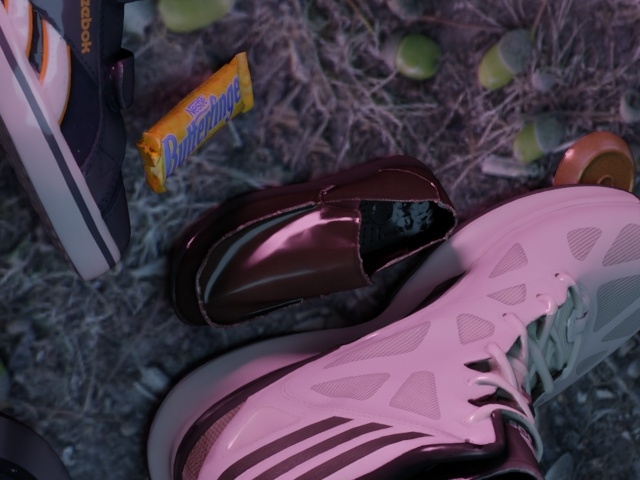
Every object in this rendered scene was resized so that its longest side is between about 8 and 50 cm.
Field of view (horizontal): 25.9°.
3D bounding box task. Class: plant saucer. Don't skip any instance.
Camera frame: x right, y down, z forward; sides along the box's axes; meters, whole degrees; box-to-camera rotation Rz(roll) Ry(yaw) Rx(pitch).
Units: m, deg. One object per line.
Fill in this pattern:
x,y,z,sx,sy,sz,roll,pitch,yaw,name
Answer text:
0.222,-0.044,1.105,0.083,0.015,0.083,-10,111,-27,plant saucer

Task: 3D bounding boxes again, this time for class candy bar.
-0.076,-0.075,0.869,0.161,0.018,0.040,-53,142,-59,candy bar

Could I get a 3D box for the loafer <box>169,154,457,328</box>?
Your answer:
0.000,0.000,0.953,0.220,0.078,0.080,-26,117,-21,loafer

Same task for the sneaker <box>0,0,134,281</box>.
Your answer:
-0.151,-0.134,0.794,0.127,0.126,0.321,-26,116,-14,sneaker

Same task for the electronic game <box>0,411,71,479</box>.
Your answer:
-0.259,0.211,0.889,0.229,0.048,0.229,-16,118,-33,electronic game

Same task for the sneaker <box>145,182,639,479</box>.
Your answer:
0.127,0.117,0.956,0.447,0.257,0.169,-26,117,-20,sneaker
